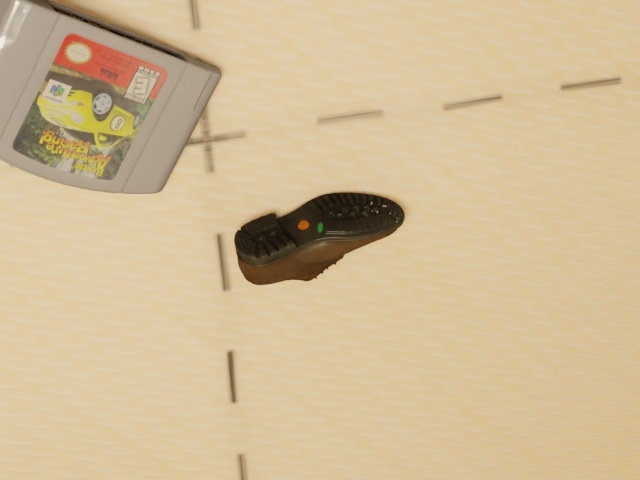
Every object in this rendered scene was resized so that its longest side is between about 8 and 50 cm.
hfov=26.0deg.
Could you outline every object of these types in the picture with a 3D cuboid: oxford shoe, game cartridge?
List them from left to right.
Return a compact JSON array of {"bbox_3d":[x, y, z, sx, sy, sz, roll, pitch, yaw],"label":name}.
[{"bbox_3d":[-0.277,-0.160,1.618,0.294,0.060,0.196,17,113,-37],"label":"game cartridge"},{"bbox_3d":[0.000,0.000,1.796,0.227,0.083,0.096,-14,139,-9],"label":"oxford shoe"}]
